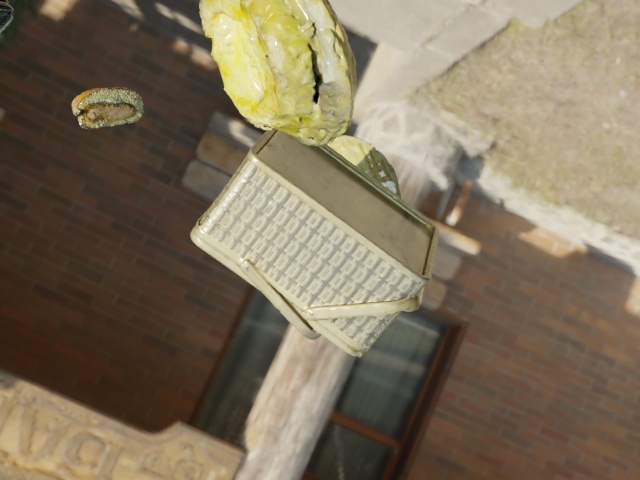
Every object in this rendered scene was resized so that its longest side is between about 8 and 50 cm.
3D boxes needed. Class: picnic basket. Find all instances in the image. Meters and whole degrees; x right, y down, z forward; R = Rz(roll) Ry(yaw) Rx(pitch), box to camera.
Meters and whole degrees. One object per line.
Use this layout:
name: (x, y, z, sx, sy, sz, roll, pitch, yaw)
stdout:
picnic basket: (0.000, 0.000, 1.430, 0.313, 0.175, 0.228, 36, -157, -4)

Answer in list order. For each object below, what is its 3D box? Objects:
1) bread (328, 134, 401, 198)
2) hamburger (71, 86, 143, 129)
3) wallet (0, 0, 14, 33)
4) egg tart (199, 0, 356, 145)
bread: (0.029, -0.061, 1.790, 0.267, 0.267, 0.040, 17, -176, 29)
hamburger: (-0.491, -0.303, 2.220, 0.102, 0.087, 0.176, 21, -149, 41)
wallet: (-0.565, -0.257, 1.391, 0.318, 0.045, 0.172, -29, 168, 40)
egg tart: (-0.064, -0.228, 1.194, 0.279, 0.095, 0.279, 42, 150, 32)
